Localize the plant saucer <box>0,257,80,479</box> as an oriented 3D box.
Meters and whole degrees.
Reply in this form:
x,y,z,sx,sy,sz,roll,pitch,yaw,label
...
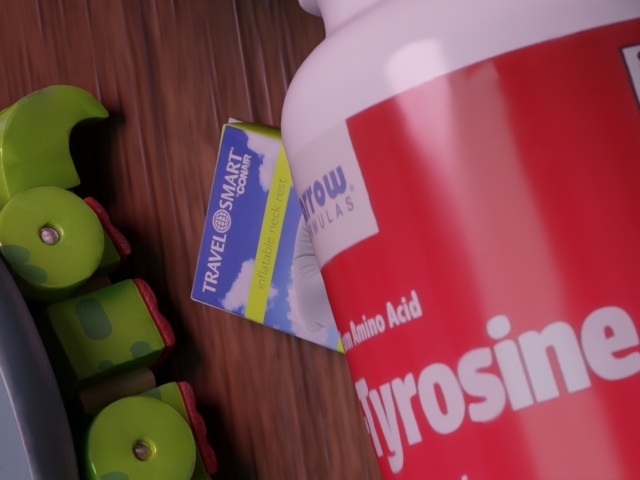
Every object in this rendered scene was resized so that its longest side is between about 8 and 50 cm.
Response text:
x,y,z,sx,sy,sz,roll,pitch,yaw,label
-0.218,0.100,1.165,0.317,0.043,0.318,38,138,45,plant saucer

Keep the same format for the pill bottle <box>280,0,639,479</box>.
x,y,z,sx,sy,sz,roll,pitch,yaw,label
0.115,0.005,0.904,0.229,0.229,0.408,-23,80,32,pill bottle

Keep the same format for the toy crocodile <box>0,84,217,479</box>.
x,y,z,sx,sy,sz,roll,pitch,yaw,label
-0.129,0.071,1.148,0.341,0.105,0.115,66,152,11,toy crocodile

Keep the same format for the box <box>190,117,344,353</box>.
x,y,z,sx,sy,sz,roll,pitch,yaw,label
0.000,0.000,1.090,0.178,0.042,0.109,17,101,31,box
